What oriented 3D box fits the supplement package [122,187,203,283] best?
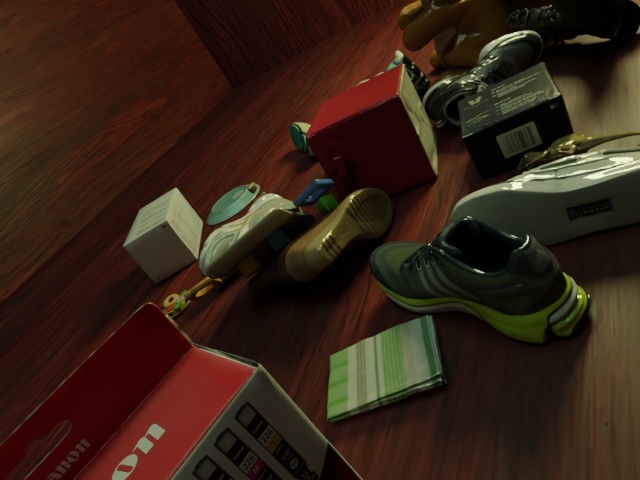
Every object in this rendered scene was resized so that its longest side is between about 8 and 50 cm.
[{"bbox_3d":[-0.418,-0.019,1.346,0.133,0.139,0.244,-30,26,5],"label":"supplement package"}]

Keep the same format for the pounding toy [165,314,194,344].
[{"bbox_3d":[-0.350,0.214,0.924,0.206,0.094,0.181,-22,29,23],"label":"pounding toy"}]

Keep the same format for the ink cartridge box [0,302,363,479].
[{"bbox_3d":[-0.141,0.253,0.411,0.130,0.272,0.309,-1,42,49],"label":"ink cartridge box"}]

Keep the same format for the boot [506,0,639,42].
[{"bbox_3d":[0.462,-0.442,0.983,0.229,0.262,0.091,32,110,58],"label":"boot"}]

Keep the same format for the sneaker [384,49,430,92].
[{"bbox_3d":[0.231,-0.452,1.400,0.110,0.107,0.275,-47,17,20],"label":"sneaker"}]

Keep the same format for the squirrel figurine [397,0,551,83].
[{"bbox_3d":[0.357,-0.611,1.176,0.396,0.371,0.281,-19,30,28],"label":"squirrel figurine"}]

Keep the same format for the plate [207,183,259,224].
[{"bbox_3d":[-0.262,-0.114,1.457,0.188,0.024,0.188,-28,26,15],"label":"plate"}]

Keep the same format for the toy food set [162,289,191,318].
[{"bbox_3d":[-0.317,0.141,1.093,0.082,0.020,0.083,-25,27,18],"label":"toy food set"}]

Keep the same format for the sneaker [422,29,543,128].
[{"bbox_3d":[0.341,-0.316,1.014,0.268,0.101,0.153,-31,26,20],"label":"sneaker"}]

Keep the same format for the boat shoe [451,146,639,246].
[{"bbox_3d":[0.302,-0.061,0.629,0.267,0.096,0.088,-16,27,31],"label":"boat shoe"}]

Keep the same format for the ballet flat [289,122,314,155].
[{"bbox_3d":[-0.029,-0.298,1.451,0.086,0.086,0.248,-34,27,1],"label":"ballet flat"}]

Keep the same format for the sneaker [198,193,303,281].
[{"bbox_3d":[-0.145,-0.006,1.061,0.121,0.099,0.262,11,52,50],"label":"sneaker"}]

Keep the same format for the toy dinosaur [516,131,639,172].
[{"bbox_3d":[0.367,-0.132,0.719,0.183,0.053,0.093,-12,32,38],"label":"toy dinosaur"}]

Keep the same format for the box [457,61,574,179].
[{"bbox_3d":[0.326,-0.204,0.841,0.155,0.093,0.158,-21,30,26],"label":"box"}]

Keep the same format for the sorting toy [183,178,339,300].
[{"bbox_3d":[-0.096,0.018,0.912,0.347,0.047,0.196,-39,-12,11],"label":"sorting toy"}]

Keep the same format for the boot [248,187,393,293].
[{"bbox_3d":[0.000,0.000,0.890,0.206,0.090,0.248,-25,9,47],"label":"boot"}]

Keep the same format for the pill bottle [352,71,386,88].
[{"bbox_3d":[0.109,-0.307,1.220,0.136,0.136,0.246,1,42,50],"label":"pill bottle"}]

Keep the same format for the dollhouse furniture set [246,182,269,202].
[{"bbox_3d":[-0.155,-0.069,1.207,0.081,0.091,0.114,-45,27,13],"label":"dollhouse furniture set"}]

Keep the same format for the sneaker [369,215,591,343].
[{"bbox_3d":[0.165,0.024,0.611,0.111,0.121,0.299,-47,28,-24],"label":"sneaker"}]

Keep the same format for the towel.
[{"bbox_3d":[0.077,0.157,0.610,0.152,0.023,0.113,-27,25,19],"label":"towel"}]

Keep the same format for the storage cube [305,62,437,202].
[{"bbox_3d":[0.111,-0.203,0.991,0.193,0.184,0.215,-20,29,24],"label":"storage cube"}]
